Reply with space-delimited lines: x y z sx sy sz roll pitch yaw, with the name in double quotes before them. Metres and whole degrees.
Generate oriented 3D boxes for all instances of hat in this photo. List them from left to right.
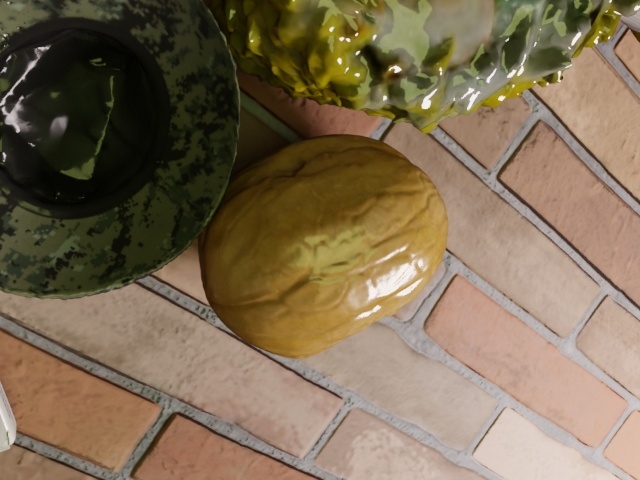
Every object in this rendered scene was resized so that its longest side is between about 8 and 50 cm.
"hat" -0.191 -0.093 0.466 0.265 0.128 0.266 -3 105 -13

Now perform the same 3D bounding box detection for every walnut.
"walnut" 0.000 0.000 0.525 0.225 0.193 0.193 -25 112 -3

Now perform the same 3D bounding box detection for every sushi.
"sushi" 0.072 -0.286 0.438 0.350 0.240 0.397 -2 110 -23

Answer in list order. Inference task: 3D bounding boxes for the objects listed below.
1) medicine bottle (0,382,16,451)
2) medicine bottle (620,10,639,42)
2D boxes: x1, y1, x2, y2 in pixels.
"medicine bottle" -0.377 0.112 0.503 0.171 0.052 0.201 -14 111 -16
"medicine bottle" 0.426 -0.273 0.583 0.383 0.224 0.225 13 101 -21
